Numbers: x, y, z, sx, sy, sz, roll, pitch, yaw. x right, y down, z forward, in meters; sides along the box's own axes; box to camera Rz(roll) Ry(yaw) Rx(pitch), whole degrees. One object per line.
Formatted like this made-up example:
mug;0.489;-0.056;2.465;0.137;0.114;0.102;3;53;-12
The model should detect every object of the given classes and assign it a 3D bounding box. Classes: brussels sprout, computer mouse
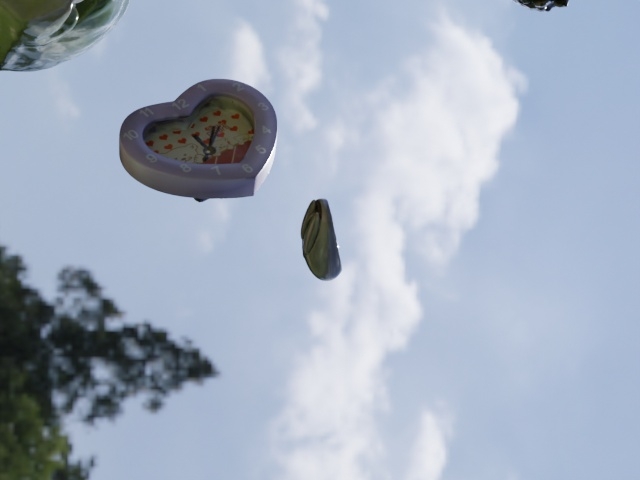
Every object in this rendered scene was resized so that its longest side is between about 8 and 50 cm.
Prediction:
brussels sprout;-0.372;-0.347;1.648;0.355;0.289;0.281;-141;-120;-68
computer mouse;-0.002;0.001;1.443;0.066;0.039;0.096;-105;-177;-51

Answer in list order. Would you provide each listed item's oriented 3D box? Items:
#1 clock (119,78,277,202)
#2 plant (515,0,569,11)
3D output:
clock;-0.132;-0.105;1.581;0.172;0.198;0.064;43;-34;27
plant;0.307;-0.393;1.871;0.132;0.129;0.194;-60;-172;7
